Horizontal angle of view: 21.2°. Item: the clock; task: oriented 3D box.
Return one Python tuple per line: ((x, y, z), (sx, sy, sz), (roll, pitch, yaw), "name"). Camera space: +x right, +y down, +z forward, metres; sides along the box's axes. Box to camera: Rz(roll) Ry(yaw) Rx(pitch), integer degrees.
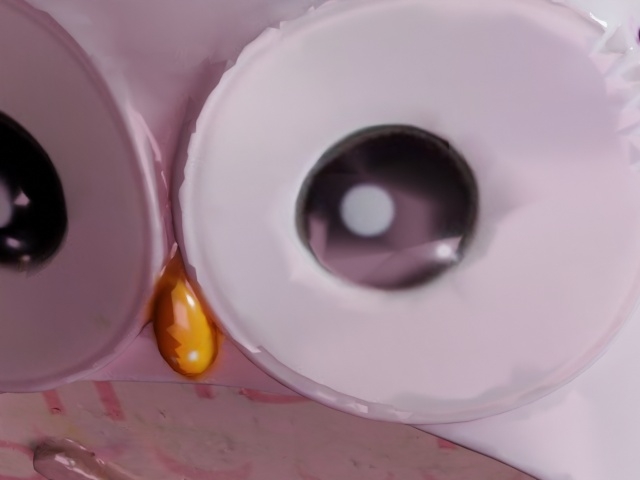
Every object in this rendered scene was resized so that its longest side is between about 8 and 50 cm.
((0.000, 0.000, 0.526), (0.368, 0.250, 0.377), (4, 138, 11), "clock")
